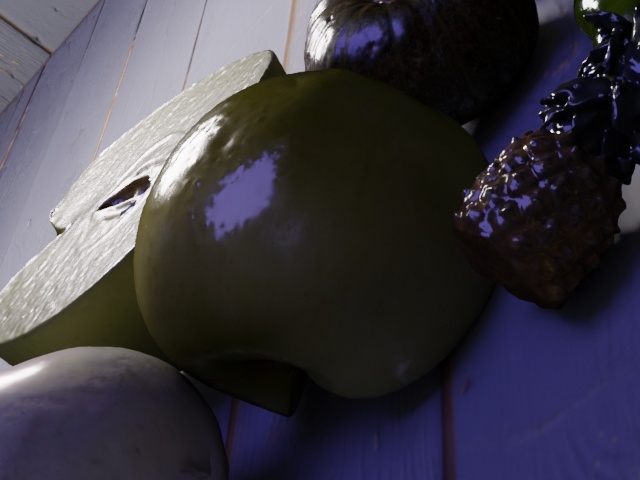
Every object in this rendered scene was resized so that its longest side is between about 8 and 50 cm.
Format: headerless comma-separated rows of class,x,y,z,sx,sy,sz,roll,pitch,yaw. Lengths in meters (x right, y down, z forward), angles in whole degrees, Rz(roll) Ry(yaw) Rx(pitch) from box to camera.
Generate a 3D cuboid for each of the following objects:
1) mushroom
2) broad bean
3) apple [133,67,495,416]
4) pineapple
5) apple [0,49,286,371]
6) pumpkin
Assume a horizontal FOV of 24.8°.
mushroom,-0.246,0.226,1.141,0.356,0.315,0.315,-54,20,-8
broad bean,0.247,-0.217,1.184,0.098,0.056,0.318,-38,23,37
apple,-0.019,-0.007,1.163,0.295,0.233,0.258,-16,52,56
pineapple,0.188,-0.072,0.996,0.237,0.119,0.111,-53,-20,-6
apple,-0.169,-0.023,1.457,0.360,0.311,0.320,-25,73,39
pumpkin,0.086,-0.171,1.326,0.219,0.162,0.219,-18,38,15
